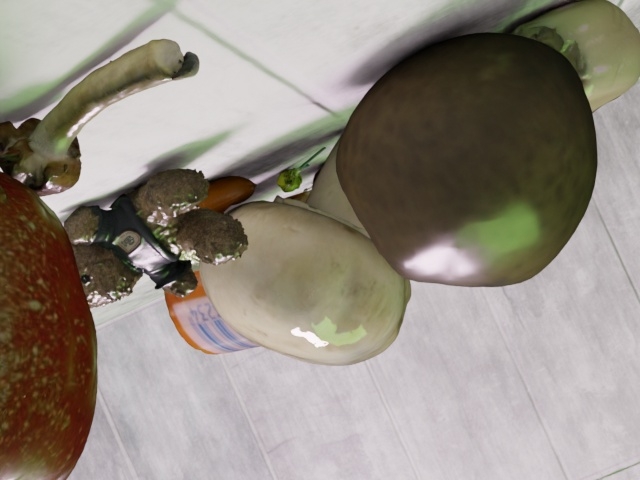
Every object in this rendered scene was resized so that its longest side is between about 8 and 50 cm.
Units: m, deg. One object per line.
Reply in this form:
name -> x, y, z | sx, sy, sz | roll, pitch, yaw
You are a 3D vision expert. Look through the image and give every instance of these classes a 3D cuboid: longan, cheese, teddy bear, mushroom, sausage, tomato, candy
longan -> 0.156, -0.083, 1.299 | 0.288, 0.288, 0.350 | -24, 178, -5
cheese -> 0.267, -0.200, 1.480 | 0.233, 0.127, 0.266 | -18, 171, -42
teddy bear -> -0.191, -0.004, 1.346 | 0.251, 0.182, 0.129 | -27, -147, 27
mushroom -> 0.000, 0.000, 1.637 | 0.336, 0.314, 0.314 | -68, -168, -16
sausage -> -0.162, -0.041, 1.553 | 0.183, 0.054, 0.062 | -30, -154, -17
sausage -> -0.082, 0.057, 1.941 | 0.287, 0.233, 0.233 | -17, -178, 36
tomato -> -0.278, 0.081, 0.724 | 0.303, 0.239, 0.303 | -16, 175, -1
mushroom -> -0.151, -0.082, 0.779 | 0.187, 0.060, 0.061 | -30, 175, 38
candy -> -0.024, -0.110, 1.784 | 0.035, 0.035, 0.123 | -7, 158, -38

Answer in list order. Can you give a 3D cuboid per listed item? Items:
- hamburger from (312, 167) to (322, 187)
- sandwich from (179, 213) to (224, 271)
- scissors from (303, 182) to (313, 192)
hamburger -> 0.087, -0.105, 2.023 | 0.231, 0.107, 0.231 | -20, 176, -1
sandwich -> -0.179, -0.005, 1.779 | 0.094, 0.096, 0.258 | -19, 175, 1
scissors -> 0.104, -0.150, 2.173 | 0.300, 0.022, 0.109 | -23, 174, 5
